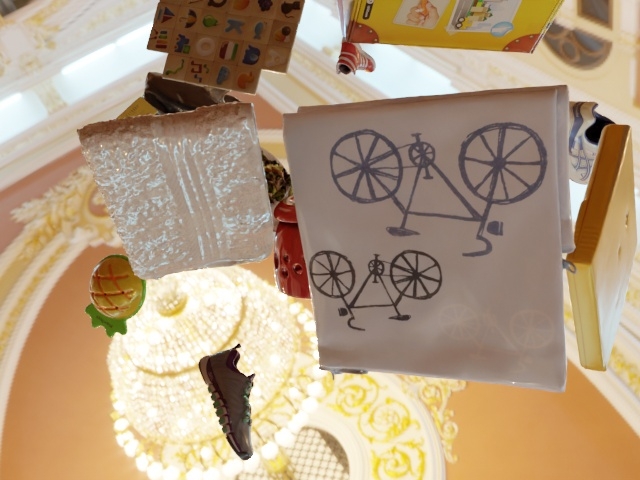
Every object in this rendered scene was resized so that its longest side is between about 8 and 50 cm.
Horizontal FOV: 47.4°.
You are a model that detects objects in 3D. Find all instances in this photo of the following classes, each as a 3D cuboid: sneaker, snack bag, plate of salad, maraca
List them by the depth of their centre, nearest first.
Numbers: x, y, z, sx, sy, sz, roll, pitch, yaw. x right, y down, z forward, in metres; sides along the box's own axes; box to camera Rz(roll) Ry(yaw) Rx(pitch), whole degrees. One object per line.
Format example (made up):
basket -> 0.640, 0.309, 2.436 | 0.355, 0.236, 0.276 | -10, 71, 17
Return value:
snack bag -> 0.122, 0.008, 0.822 | 0.323, 0.342, 0.037 | 0, -164, 28
sneaker -> 0.067, -0.337, 1.408 | 0.042, 0.118, 0.067 | 8, -102, 33
plate of salad -> -0.114, -0.111, 1.434 | 0.048, 0.200, 0.199 | -32, -149, 40
sneaker -> -0.161, 0.316, 1.440 | 0.098, 0.083, 0.223 | -25, -106, -2
maraca -> -0.424, 0.114, 1.503 | 0.127, 0.185, 0.099 | 30, -160, 13
sneaker -> 0.590, -0.204, 1.583 | 0.131, 0.296, 0.111 | 3, -109, 44
sneaker -> -0.201, -0.416, 1.812 | 0.188, 0.071, 0.066 | -38, -148, -4

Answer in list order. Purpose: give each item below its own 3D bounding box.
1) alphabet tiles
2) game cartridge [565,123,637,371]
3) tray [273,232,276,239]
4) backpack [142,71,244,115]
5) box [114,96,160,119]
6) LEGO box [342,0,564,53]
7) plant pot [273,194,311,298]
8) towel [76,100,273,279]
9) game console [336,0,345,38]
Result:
alphabet tiles -> -0.214, -0.478, 1.619 | 0.343, 0.011, 0.285 | 13, -94, 14
game cartridge -> 0.468, 0.017, 1.203 | 0.053, 0.285, 0.323 | 7, -132, 32
tray -> -0.037, -0.040, 1.637 | 0.271, 0.145, 0.030 | -4, -110, 5
backpack -> -0.381, -0.224, 1.962 | 0.290, 0.355, 0.273 | 18, -145, -18
box -> -0.313, -0.171, 1.398 | 0.087, 0.232, 0.058 | -45, -114, -10
LEGO box -> 0.257, -0.547, 1.192 | 0.373, 0.500, 0.193 | 1, -116, -8
plant pot -> 0.000, 0.000, 1.367 | 0.191, 0.174, 0.191 | -8, -165, 2
towel -> -0.154, -0.045, 0.852 | 0.187, 0.282, 0.049 | -10, -124, -4
game console -> 0.102, -0.632, 2.055 | 0.124, 0.143, 0.085 | -6, -167, 20
